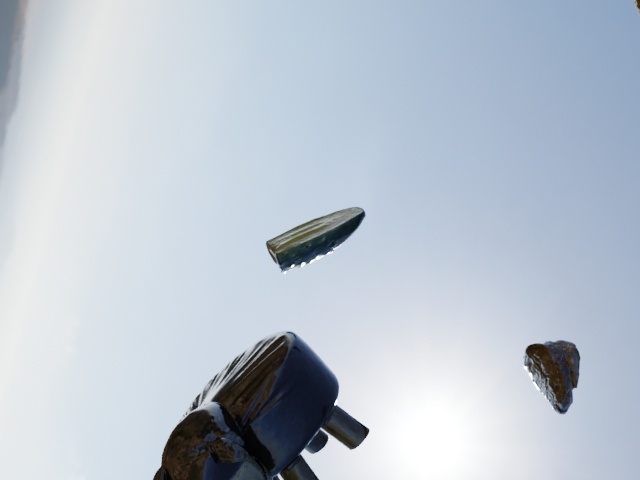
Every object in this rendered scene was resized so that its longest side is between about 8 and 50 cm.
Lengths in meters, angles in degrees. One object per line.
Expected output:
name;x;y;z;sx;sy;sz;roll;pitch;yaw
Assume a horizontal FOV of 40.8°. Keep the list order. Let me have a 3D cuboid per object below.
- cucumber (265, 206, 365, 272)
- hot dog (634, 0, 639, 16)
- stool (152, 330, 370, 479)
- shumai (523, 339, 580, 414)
cucumber;0.000;0.000;0.890;0.035;0.107;0.067;68;-10;-15
hot dog;0.402;-0.382;1.095;0.061;0.286;0.088;-33;-177;-27
stool;-0.047;0.154;0.660;0.125;0.121;0.217;-34;-170;25
shumai;0.416;0.227;1.503;0.105;0.139;0.123;-43;-139;7
